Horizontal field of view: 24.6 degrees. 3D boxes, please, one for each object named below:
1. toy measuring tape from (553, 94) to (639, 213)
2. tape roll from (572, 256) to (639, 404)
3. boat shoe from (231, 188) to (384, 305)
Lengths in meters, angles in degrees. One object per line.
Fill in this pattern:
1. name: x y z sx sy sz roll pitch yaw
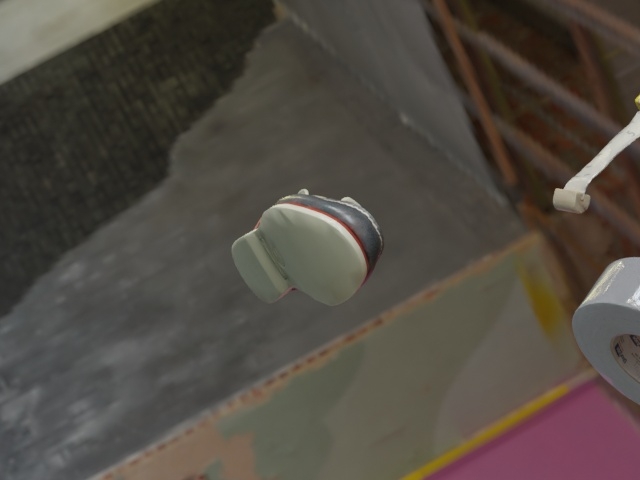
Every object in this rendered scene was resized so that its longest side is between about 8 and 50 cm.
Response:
1. toy measuring tape: 0.381 -0.112 1.530 0.121 0.330 0.121 41 -16 15
2. tape roll: 0.396 0.119 1.661 0.219 0.072 0.219 33 -23 16
3. boat shoe: 0.000 0.000 0.633 0.049 0.043 0.137 61 -19 -3
